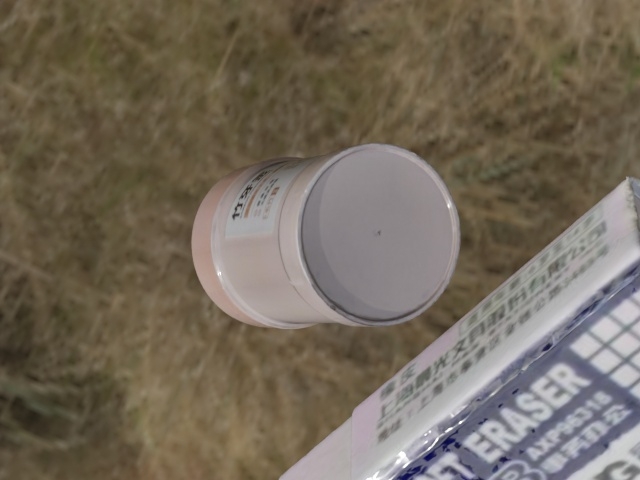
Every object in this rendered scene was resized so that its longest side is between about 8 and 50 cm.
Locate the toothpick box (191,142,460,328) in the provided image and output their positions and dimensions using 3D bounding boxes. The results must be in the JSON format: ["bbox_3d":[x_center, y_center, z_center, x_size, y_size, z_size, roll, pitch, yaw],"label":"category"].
[{"bbox_3d":[0.000,0.000,1.079,0.098,0.098,0.149,41,162,-18],"label":"toothpick box"}]

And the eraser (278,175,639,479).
[{"bbox_3d":[0.113,0.103,1.085,0.130,0.086,0.287,35,117,-23],"label":"eraser"}]
